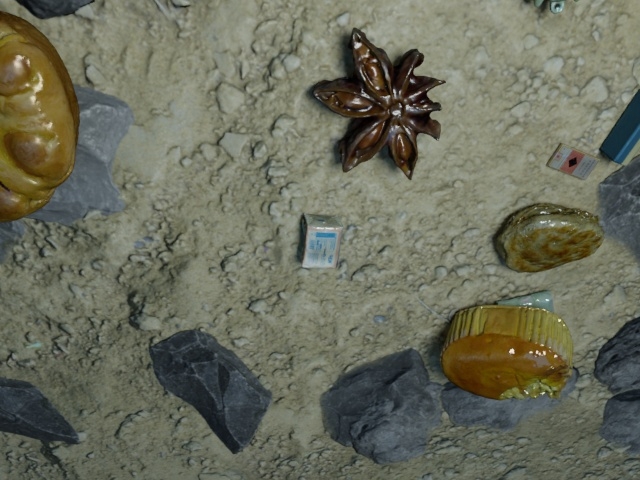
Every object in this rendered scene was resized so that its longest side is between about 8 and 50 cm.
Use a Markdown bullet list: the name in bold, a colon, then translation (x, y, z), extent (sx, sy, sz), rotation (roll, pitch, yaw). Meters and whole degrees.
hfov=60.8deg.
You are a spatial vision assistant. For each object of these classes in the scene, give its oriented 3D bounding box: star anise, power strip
- **star anise**: translation (0.092, -0.210, 0.875), extent (0.214, 0.099, 0.219), rotation (21, 124, -1)
- **power strip**: translation (0.537, -0.192, 0.937), extent (0.032, 0.056, 0.123), rotation (16, 120, -15)

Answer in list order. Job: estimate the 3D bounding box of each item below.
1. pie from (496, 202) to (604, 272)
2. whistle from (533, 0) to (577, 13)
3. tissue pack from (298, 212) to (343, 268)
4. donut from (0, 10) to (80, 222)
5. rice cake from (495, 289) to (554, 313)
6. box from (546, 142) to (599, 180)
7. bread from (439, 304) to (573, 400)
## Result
- **pie**: translation (0.432, 0.000, 1.038), extent (0.194, 0.078, 0.163), rotation (6, 131, -9)
- **whistle**: translation (0.334, -0.439, 0.747), extent (0.110, 0.092, 0.244), rotation (-3, 124, 10)
- **tissue pack**: translation (0.000, 0.000, 1.014), extent (0.074, 0.058, 0.094), rotation (4, 122, -9)
- **donut**: translation (-0.505, -0.187, 0.807), extent (0.299, 0.150, 0.317), rotation (35, 114, -22)
- **rice cake**: translation (0.454, 0.211, 1.187), extent (0.127, 0.043, 0.236), rotation (-17, 120, 6)
- **box**: translation (0.458, -0.142, 0.987), extent (0.083, 0.012, 0.046), rotation (17, 120, -16)
- **bread**: translation (0.373, 0.233, 1.103), extent (0.250, 0.133, 0.178), rotation (2, 124, 21)
